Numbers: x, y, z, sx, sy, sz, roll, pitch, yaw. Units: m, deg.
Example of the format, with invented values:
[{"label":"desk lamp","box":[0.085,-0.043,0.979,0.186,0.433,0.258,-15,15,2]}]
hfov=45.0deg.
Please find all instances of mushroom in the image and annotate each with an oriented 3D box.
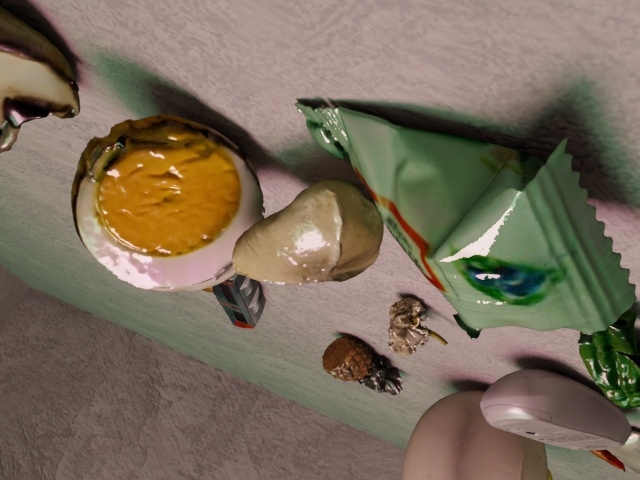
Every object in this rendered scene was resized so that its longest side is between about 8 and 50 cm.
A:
[{"label":"mushroom","box":[-0.489,-0.271,1.154,0.218,0.212,0.292,-16,147,-10]}]

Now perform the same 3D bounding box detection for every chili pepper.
[{"label":"chili pepper","box":[0.439,0.164,1.153,0.099,0.083,0.253,8,149,39]},{"label":"chili pepper","box":[0.668,0.500,1.797,0.178,0.027,0.045,36,163,-26]}]

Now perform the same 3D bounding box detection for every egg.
[{"label":"egg","box":[-0.237,-0.070,1.183,0.286,0.264,0.174,13,-161,-26]}]

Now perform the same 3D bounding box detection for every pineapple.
[{"label":"pineapple","box":[0.114,0.324,1.941,0.237,0.111,0.119,33,-170,-35]}]

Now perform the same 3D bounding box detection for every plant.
[{"label":"plant","box":[0.183,0.170,1.455,0.122,0.104,0.116,15,148,12]}]

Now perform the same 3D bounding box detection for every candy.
[{"label":"candy","box":[0.150,-0.043,0.922,0.398,0.172,0.263,35,162,48]}]

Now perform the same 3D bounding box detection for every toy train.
[{"label":"toy train","box":[-0.188,0.123,1.818,0.089,0.086,0.409,20,160,12]}]

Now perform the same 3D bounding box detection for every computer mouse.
[{"label":"computer mouse","box":[0.446,0.319,1.479,0.297,0.121,0.184,16,153,-19]}]

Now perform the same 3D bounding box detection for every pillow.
[{"label":"pillow","box":[0.673,0.455,1.643,0.229,0.051,0.128,40,154,-30]}]

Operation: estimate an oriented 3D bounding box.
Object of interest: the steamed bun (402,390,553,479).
[{"label":"steamed bun","box":[0.345,0.522,1.734,0.334,0.373,0.334,14,149,9]}]

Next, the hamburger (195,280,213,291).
[{"label":"hamburger","box":[-0.285,0.105,1.959,0.076,0.044,0.083,38,160,-29]}]

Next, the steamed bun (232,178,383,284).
[{"label":"steamed bun","box":[0.015,0.004,1.112,0.212,0.110,0.231,-2,159,-39]}]
